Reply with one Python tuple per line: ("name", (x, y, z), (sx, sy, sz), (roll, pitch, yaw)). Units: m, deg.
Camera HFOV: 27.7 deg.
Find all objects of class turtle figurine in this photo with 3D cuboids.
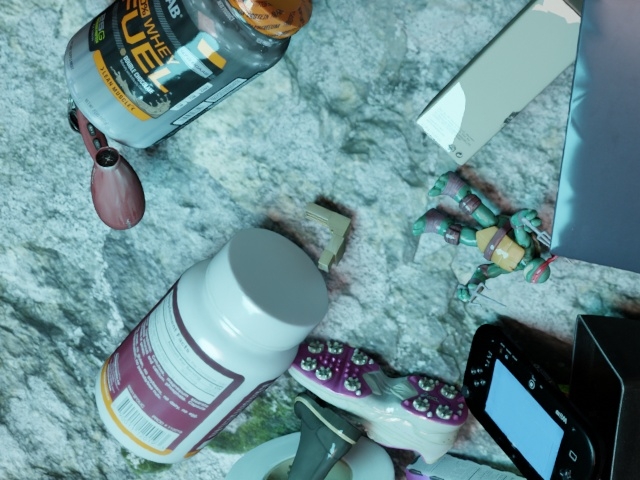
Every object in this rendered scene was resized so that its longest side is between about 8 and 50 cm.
("turtle figurine", (0.250, 0.008, 1.865), (0.234, 0.118, 0.175), (37, 111, 20))

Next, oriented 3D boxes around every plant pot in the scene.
("plant pot", (0.464, 0.221, 1.837), (0.167, 0.188, 0.187), (-4, 118, -7))

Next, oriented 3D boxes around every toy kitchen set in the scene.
("toy kitchen set", (0.000, 0.000, 2.003), (0.075, 0.083, 0.068), (24, 165, 11))

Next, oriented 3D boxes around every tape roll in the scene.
("tape roll", (-0.016, 0.425, 2.103), (0.286, 0.286, 0.100), (3, 118, 22))

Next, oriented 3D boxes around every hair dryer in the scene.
("hair dryer", (-0.342, -0.118, 1.979), (0.080, 0.293, 0.223), (-31, 109, -12))

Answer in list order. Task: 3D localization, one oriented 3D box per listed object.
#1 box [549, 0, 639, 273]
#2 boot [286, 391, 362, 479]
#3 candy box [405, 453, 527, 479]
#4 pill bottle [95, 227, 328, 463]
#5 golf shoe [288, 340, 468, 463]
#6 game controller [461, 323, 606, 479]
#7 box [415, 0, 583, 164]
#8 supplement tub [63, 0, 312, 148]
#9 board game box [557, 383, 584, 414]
("box", (0.415, -0.179, 1.572), (0.179, 0.312, 0.343), (12, 120, 18))
("boot", (-0.025, 0.328, 2.093), (0.077, 0.198, 0.137), (37, 83, -19))
("candy box", (0.244, 0.443, 2.102), (0.196, 0.070, 0.164), (11, 121, 34))
("pill bottle", (-0.175, 0.168, 2.072), (0.224, 0.224, 0.392), (43, 124, -3))
("golf shoe", (0.079, 0.265, 2.083), (0.306, 0.115, 0.140), (22, 128, 15))
("game controller", (0.306, 0.261, 1.899), (0.319, 0.067, 0.166), (50, 149, 47))
("box", (0.258, -0.231, 1.737), (0.094, 0.113, 0.275), (44, 126, -4))
("supplement tub", (-0.187, -0.290, 1.842), (0.338, 0.207, 0.207), (-30, 101, 33))
("board game box", (0.369, 0.310, 2.017), (0.092, 0.043, 0.181), (4, 118, 22))
